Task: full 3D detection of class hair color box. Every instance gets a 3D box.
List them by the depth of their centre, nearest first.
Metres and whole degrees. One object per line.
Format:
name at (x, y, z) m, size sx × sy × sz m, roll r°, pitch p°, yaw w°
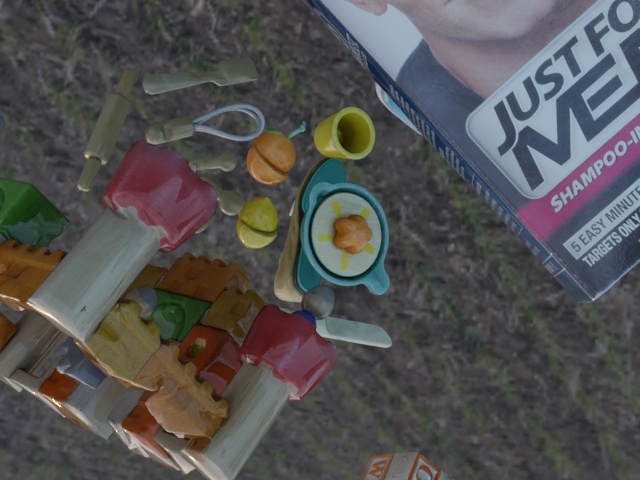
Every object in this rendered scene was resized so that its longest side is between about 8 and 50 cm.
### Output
hair color box at (0.111, -0.145, 0.672) m, size 0.347 × 0.174 × 0.105 m, roll 49°, pitch -176°, yaw 9°

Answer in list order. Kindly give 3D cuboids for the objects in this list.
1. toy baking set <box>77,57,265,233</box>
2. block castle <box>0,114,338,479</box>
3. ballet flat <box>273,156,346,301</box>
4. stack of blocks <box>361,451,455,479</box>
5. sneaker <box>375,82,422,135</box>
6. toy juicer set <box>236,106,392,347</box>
toy baking set at (-0.173, -0.120, 1.300) m, size 0.197 × 0.256 × 0.030 m, roll 18°, pitch 161°, yaw -12°
block castle at (-0.217, 0.032, 1.048) m, size 0.453 × 0.212 × 0.303 m, roll 10°, pitch 146°, yaw 45°
ballet flat at (-0.023, -0.018, 1.566) m, size 0.080 × 0.232 × 0.073 m, roll 32°, pitch 148°, yaw -30°
stack of blocks at (0.091, 0.421, 1.272) m, size 0.171 × 0.297 × 0.087 m, roll 41°, pitch 146°, yaw -24°
sneaker at (0.225, -0.134, 1.468) m, size 0.319 × 0.208 × 0.127 m, roll 22°, pitch 122°, yaw -15°
toy juicer set at (0.000, 0.000, 1.395) m, size 0.209 × 0.328 × 0.089 m, roll -12°, pitch -176°, yaw -34°
